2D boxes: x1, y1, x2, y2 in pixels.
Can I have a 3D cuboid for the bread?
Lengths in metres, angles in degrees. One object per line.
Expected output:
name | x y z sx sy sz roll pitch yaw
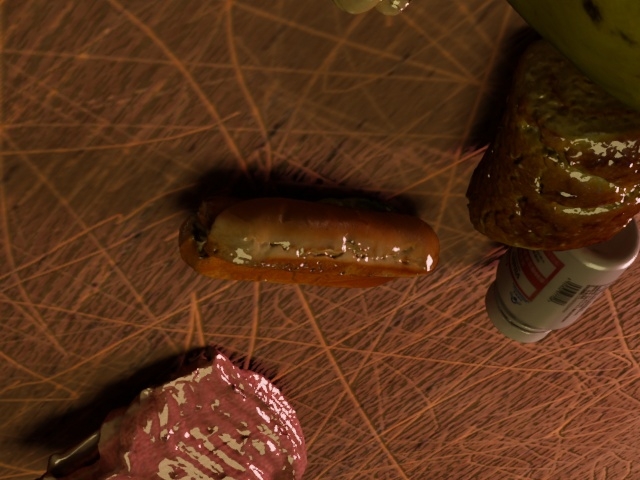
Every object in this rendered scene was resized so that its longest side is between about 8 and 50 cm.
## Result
bread | 0.180 -0.065 1.307 0.132 0.103 0.172 -2 155 -10

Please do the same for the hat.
hat | -0.105 0.211 1.684 0.237 0.107 0.286 -36 135 18

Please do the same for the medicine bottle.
medicine bottle | 0.188 0.022 1.502 0.079 0.079 0.140 -1 150 -25

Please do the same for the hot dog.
hot dog | 0.000 0.000 1.386 0.236 0.062 0.092 6 162 -44

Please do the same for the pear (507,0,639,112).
pear | 0.196 -0.196 0.882 0.294 0.294 0.294 -12 153 -6

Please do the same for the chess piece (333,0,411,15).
chess piece | -0.017 -0.173 0.984 0.172 0.060 0.060 34 130 -27
